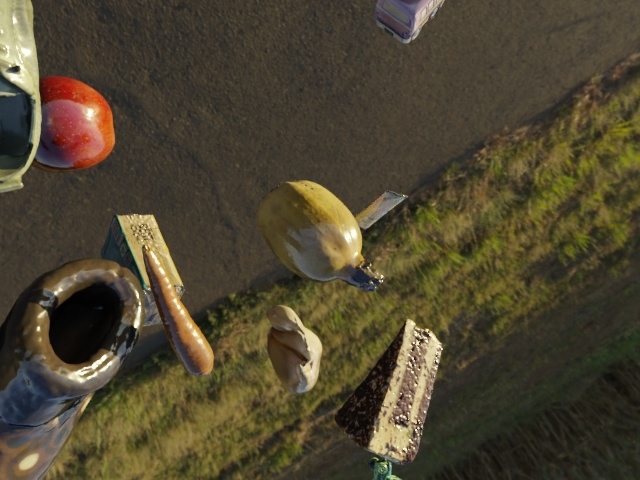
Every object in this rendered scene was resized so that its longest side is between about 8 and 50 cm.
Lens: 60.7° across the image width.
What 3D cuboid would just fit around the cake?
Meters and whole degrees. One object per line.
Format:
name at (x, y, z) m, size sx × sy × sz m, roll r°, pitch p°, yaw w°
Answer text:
cake at (0.152, 0.284, 0.991) m, size 0.112 × 0.135 × 0.246 m, roll 35°, pitch 93°, yaw -28°

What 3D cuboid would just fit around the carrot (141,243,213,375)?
carrot at (-0.201, 0.100, 0.753) m, size 0.048 × 0.048 × 0.216 m, roll -24°, pitch 115°, yaw -12°

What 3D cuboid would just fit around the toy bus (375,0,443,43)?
toy bus at (0.263, -0.682, 1.543) m, size 0.202 × 0.142 × 0.142 m, roll -50°, pitch 171°, yaw -12°

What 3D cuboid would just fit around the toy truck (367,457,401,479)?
toy truck at (0.165, 0.647, 1.415) m, size 0.078 × 0.154 × 0.080 m, roll 7°, pitch 168°, yaw -11°

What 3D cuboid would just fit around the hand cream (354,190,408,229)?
hand cream at (0.130, -0.069, 1.224) m, size 0.061 × 0.039 × 0.143 m, roll 14°, pitch 147°, yaw -30°

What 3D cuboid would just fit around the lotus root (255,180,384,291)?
lotus root at (0.000, 0.000, 1.150) m, size 0.183 × 0.310 × 0.182 m, roll -41°, pitch 162°, yaw -16°

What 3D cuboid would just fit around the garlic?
garlic at (-0.062, 0.302, 1.458) m, size 0.110 × 0.228 × 0.217 m, roll -8°, pitch 118°, yaw -27°

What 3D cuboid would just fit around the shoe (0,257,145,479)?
shoe at (-0.390, 0.199, 0.749) m, size 0.171 × 0.384 × 0.237 m, roll 37°, pitch 146°, yaw -13°

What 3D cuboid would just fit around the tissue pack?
tissue pack at (-0.497, 0.082, 1.521) m, size 0.134 × 0.270 × 0.192 m, roll -6°, pitch 143°, yaw -39°

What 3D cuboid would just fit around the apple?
apple at (-0.580, -0.258, 1.228) m, size 0.201 × 0.218 × 0.218 m, roll -13°, pitch 144°, yaw -47°

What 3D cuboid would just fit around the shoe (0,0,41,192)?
shoe at (-0.313, -0.172, 0.505) m, size 0.103 × 0.098 × 0.274 m, roll -15°, pitch 133°, yaw -28°
